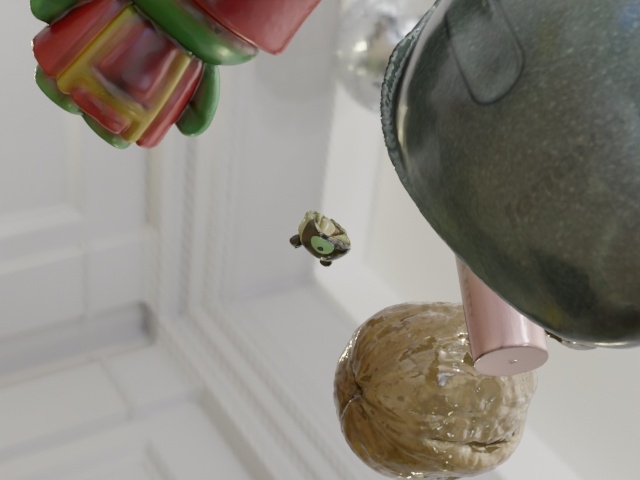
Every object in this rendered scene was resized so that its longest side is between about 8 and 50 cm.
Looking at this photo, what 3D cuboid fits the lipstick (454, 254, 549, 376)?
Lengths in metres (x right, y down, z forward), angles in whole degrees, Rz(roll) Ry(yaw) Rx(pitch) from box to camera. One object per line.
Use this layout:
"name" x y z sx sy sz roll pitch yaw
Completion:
"lipstick" 0.198 -0.007 1.511 0.087 0.087 0.326 123 -34 -55

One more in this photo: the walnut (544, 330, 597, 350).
"walnut" 0.340 0.071 1.712 0.140 0.140 0.162 45 -26 44

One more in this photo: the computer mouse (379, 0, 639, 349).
"computer mouse" 0.133 -0.099 0.769 0.203 0.114 0.374 -49 -145 24

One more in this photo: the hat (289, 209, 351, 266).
"hat" 0.000 0.000 1.851 0.059 0.077 0.076 -50 -145 23

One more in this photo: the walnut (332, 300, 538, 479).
"walnut" 0.168 0.217 1.845 0.252 0.313 0.277 32 -66 49

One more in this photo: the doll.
"doll" -0.079 -0.234 1.037 0.182 0.363 0.160 40 3 -18
